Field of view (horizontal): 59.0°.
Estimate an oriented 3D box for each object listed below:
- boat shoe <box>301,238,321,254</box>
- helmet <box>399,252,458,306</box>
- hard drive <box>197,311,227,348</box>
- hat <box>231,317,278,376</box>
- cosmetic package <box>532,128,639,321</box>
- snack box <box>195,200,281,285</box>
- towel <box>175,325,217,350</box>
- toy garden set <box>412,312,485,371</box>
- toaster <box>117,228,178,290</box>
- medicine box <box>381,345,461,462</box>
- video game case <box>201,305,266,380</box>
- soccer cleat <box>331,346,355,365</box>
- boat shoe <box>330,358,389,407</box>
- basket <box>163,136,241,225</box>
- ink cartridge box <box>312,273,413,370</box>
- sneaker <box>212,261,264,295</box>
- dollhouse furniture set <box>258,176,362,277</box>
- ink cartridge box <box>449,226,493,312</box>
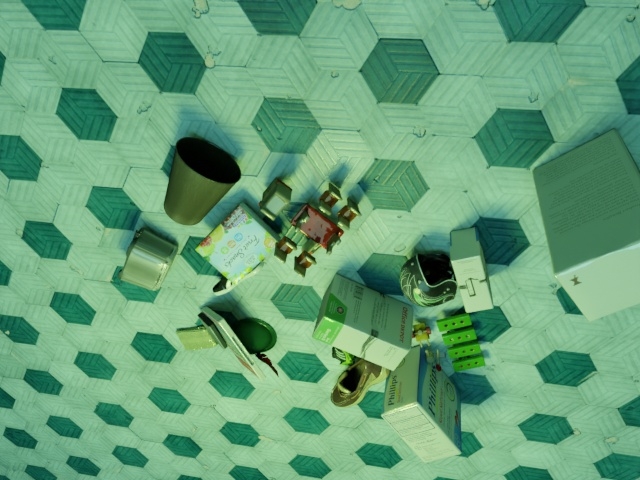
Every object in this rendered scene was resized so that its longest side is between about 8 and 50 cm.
[{"bbox_3d":[0.000,0.000,1.773,0.137,0.049,0.043,-40,148,23],"label":"boat shoe"},{"bbox_3d":[0.320,0.121,1.711,0.162,0.169,0.169,-3,126,-3],"label":"helmet"},{"bbox_3d":[-0.395,0.332,2.075,0.094,0.022,0.135,30,152,45],"label":"hard drive"},{"bbox_3d":[-0.257,0.400,2.039,0.209,0.183,0.173,-28,115,29],"label":"hat"},{"bbox_3d":[0.657,-0.052,1.316,0.230,0.453,0.161,-29,114,30],"label":"cosmetic package"},{"bbox_3d":[-0.257,0.009,1.779,0.207,0.070,0.174,-42,103,14],"label":"snack box"},{"bbox_3d":[-0.477,0.379,2.176,0.148,0.027,0.110,-11,123,21],"label":"towel"},{"bbox_3d":[0.428,0.347,1.915,0.204,0.049,0.244,-16,122,14],"label":"toy garden set"},{"bbox_3d":[-0.578,0.064,1.909,0.146,0.129,0.227,26,125,-11],"label":"toaster"},{"bbox_3d":[0.356,0.565,1.962,0.149,0.263,0.289,-26,116,28],"label":"medicine box"},{"bbox_3d":[-0.315,0.370,2.039,0.285,0.025,0.204,59,159,-21],"label":"video game case"},{"bbox_3d":[0.065,0.390,2.034,0.072,0.060,0.179,-13,124,23],"label":"soccer cleat"},{"bbox_3d":[0.110,0.505,2.030,0.123,0.123,0.342,6,145,-31],"label":"boat shoe"},{"bbox_3d":[-0.372,-0.163,1.681,0.204,0.154,0.227,32,130,-9],"label":"basket"},{"bbox_3d":[0.142,0.264,1.825,0.289,0.211,0.121,24,127,-4],"label":"ink cartridge box"},{"bbox_3d":[-0.305,0.090,1.898,0.217,0.079,0.121,-32,110,22],"label":"sneaker"},{"bbox_3d":[-0.051,-0.069,1.677,0.259,0.135,0.262,37,107,-17],"label":"dollhouse furniture set"},{"bbox_3d":[0.443,0.087,1.662,0.086,0.148,0.203,-13,123,18],"label":"ink cartridge box"}]
